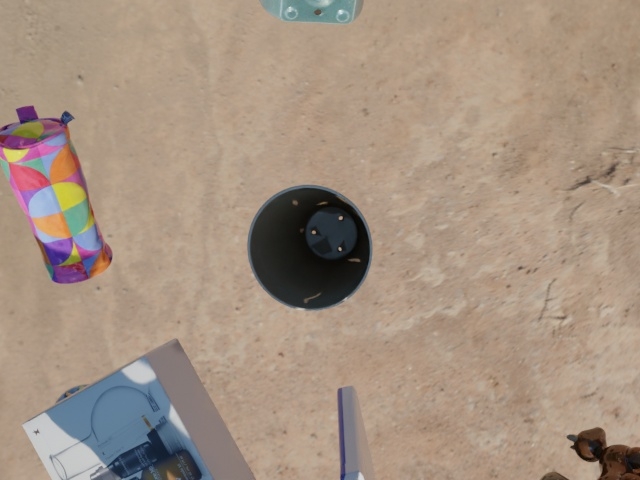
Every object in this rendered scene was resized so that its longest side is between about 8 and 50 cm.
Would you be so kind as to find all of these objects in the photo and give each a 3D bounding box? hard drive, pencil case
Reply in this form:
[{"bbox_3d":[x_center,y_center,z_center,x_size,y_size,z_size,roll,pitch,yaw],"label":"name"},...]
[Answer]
[{"bbox_3d":[0.069,0.422,1.340,0.040,0.318,0.210,-12,103,3],"label":"hard drive"},{"bbox_3d":[-0.353,-0.055,1.004,0.105,0.104,0.236,13,128,26],"label":"pencil case"}]

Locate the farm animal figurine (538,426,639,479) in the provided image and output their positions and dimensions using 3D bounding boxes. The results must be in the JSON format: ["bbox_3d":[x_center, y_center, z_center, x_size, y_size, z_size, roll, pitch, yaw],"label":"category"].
[{"bbox_3d":[0.314,0.388,0.934,0.172,0.330,0.326,11,59,26],"label":"farm animal figurine"}]

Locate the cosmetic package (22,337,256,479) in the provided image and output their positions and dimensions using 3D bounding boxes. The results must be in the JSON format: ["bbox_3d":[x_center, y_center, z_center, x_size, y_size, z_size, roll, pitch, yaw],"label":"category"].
[{"bbox_3d":[-0.257,0.382,1.167,0.285,0.097,0.377,-30,88,26],"label":"cosmetic package"}]

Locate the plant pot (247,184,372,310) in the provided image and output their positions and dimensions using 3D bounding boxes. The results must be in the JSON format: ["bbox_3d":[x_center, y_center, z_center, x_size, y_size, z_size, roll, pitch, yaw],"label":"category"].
[{"bbox_3d":[0.000,0.000,1.632,0.257,0.274,0.256,1,97,10],"label":"plant pot"}]

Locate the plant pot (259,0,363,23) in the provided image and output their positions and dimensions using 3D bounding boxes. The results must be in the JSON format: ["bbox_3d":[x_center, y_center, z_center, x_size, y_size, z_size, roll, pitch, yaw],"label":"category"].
[{"bbox_3d":[-0.011,-0.567,1.502,0.248,0.247,0.252,1,53,-7],"label":"plant pot"}]

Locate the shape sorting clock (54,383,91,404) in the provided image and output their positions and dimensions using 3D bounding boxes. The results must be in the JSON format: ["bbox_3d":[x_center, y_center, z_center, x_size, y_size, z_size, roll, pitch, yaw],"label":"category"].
[{"bbox_3d":[-0.567,0.448,1.877,0.206,0.206,0.040,46,131,17],"label":"shape sorting clock"}]
